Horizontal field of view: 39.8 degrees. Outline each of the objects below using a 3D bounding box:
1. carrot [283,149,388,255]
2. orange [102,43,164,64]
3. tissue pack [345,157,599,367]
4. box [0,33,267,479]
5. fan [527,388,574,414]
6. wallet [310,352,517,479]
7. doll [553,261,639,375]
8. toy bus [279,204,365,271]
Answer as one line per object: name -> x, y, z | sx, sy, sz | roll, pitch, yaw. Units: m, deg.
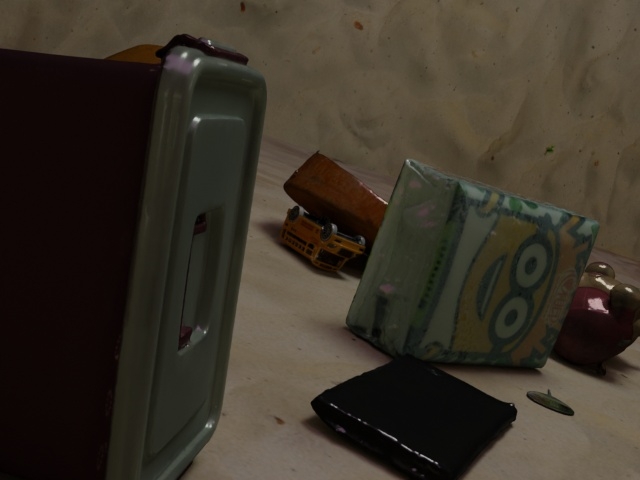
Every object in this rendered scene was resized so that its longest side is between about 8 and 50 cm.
carrot -> 0.079, -0.044, 1.520 | 0.307, 0.100, 0.258 | 31, -4, 40
orange -> -0.269, -0.177, 1.350 | 0.264, 0.264, 0.264 | 19, 11, -4
tissue pack -> 0.207, 0.043, 1.156 | 0.311, 0.227, 0.128 | 11, 13, -42
box -> -0.149, 0.011, 0.567 | 0.168, 0.293, 0.193 | 10, 9, 7
fan -> 0.295, 0.203, 1.110 | 0.060, 0.003, 0.080 | 28, 14, 37
wallet -> 0.103, 0.168, 0.877 | 0.146, 0.030, 0.285 | 28, 12, 21
doll -> 0.436, 0.113, 1.426 | 0.196, 0.152, 0.256 | 38, 12, 20
toy bus -> 0.000, 0.000, 1.410 | 0.070, 0.074, 0.162 | 21, 6, -34
